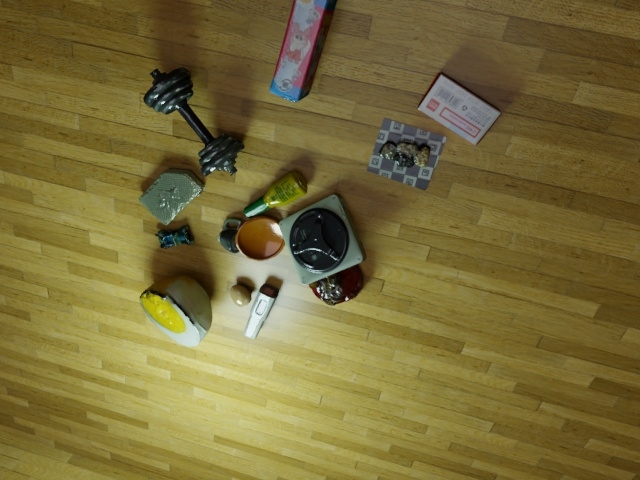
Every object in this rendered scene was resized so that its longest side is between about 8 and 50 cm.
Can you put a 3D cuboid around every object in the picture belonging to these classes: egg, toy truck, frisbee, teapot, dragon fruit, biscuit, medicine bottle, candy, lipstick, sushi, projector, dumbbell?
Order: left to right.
[{"bbox_3d":[-0.569,-0.178,1.621,0.252,0.052,0.150,-36,103,25],"label":"biscuit"},{"bbox_3d":[-0.591,-0.004,1.699,0.155,0.078,0.080,-9,112,17],"label":"toy truck"},{"bbox_3d":[-0.563,0.270,1.758,0.338,0.201,0.336,23,138,23],"label":"egg"},{"bbox_3d":[-0.414,-0.387,1.412,0.179,0.179,0.406,-30,107,24],"label":"dumbbell"},{"bbox_3d":[-0.343,-0.019,1.646,0.091,0.124,0.092,19,164,25],"label":"teapot"},{"bbox_3d":[-0.329,0.224,1.753,0.080,0.080,0.096,-21,106,21],"label":"egg"},{"bbox_3d":[-0.254,0.299,1.775,0.079,0.077,0.252,26,120,-1],"label":"lipstick"},{"bbox_3d":[-0.227,-0.010,1.622,0.192,0.035,0.191,-5,120,-10],"label":"frisbee"},{"bbox_3d":[-0.169,-0.155,1.536,0.261,0.064,0.094,-27,106,22],"label":"medicine bottle"},{"bbox_3d":[-0.049,-0.578,1.247,0.100,0.157,0.305,23,119,1],"label":"candy"},{"bbox_3d":[0.000,0.000,1.519,0.259,0.079,0.256,-25,82,23],"label":"projector"},{"bbox_3d":[0.048,0.166,1.601,0.219,0.148,0.223,20,118,3],"label":"dragon fruit"},{"bbox_3d":[0.277,-0.272,1.388,0.216,0.050,0.192,18,118,3],"label":"sushi"}]

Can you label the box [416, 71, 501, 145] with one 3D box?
[{"bbox_3d":[0.424,-0.397,1.294,0.230,0.050,0.122,30,120,-4],"label":"box"}]
